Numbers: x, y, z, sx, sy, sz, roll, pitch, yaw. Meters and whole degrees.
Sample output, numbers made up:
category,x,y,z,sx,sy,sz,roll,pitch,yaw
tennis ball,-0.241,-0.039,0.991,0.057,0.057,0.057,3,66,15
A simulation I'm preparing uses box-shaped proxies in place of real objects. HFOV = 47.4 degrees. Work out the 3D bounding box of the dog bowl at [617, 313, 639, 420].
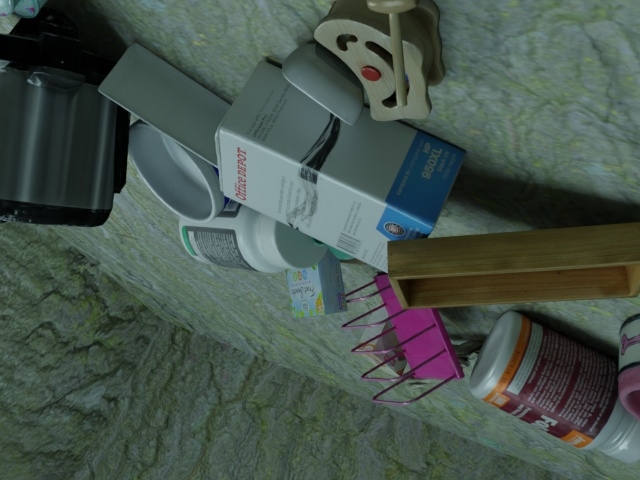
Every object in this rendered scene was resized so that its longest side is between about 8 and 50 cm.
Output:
category,x,y,z,sx,sy,sz,roll,pitch,yaw
dog bowl,0.781,0.300,1.436,0.408,0.150,0.408,24,159,10

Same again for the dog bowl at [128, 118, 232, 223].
category,x,y,z,sx,sy,sz,roll,pitch,yaw
dog bowl,-0.294,-0.170,1.590,0.265,0.104,0.264,31,147,23

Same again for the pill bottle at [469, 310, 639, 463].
category,x,y,z,sx,sy,sz,roll,pitch,yaw
pill bottle,0.570,0.345,1.698,0.392,0.224,0.224,26,160,4

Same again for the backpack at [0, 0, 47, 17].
category,x,y,z,sx,sy,sz,roll,pitch,yaw
backpack,-0.548,-0.467,1.244,0.166,0.144,0.188,18,162,9

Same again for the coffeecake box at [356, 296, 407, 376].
category,x,y,z,sx,sy,sz,roll,pitch,yaw
coffeecake box,0.197,0.261,2.018,0.068,0.185,0.142,3,149,49

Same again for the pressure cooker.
category,x,y,z,sx,sy,sz,roll,pitch,yaw
pressure cooker,-0.575,-0.249,1.448,0.370,0.420,0.375,8,-177,12

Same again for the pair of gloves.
category,x,y,z,sx,sy,sz,roll,pitch,yaw
pair of gloves,0.345,0.340,1.980,0.204,0.240,0.042,-20,95,52

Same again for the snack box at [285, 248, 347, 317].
category,x,y,z,sx,sy,sz,roll,pitch,yaw
snack box,-0.016,0.101,1.810,0.070,0.174,0.207,-7,176,-24

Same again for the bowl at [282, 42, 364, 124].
category,x,y,z,sx,sy,sz,roll,pitch,yaw
bowl,0.014,-0.249,1.124,0.142,0.053,0.142,35,-157,-14

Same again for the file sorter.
category,x,y,z,sx,sy,sz,roll,pitch,yaw
file sorter,0.179,0.241,1.803,0.202,0.182,0.290,-17,96,62

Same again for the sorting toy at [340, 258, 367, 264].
category,x,y,z,sx,sy,sz,roll,pitch,yaw
sorting toy,0.000,0.000,1.856,0.193,0.038,0.208,4,155,47

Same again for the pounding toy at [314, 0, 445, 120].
category,x,y,z,sx,sy,sz,roll,pitch,yaw
pounding toy,0.069,-0.243,0.987,0.154,0.154,0.269,14,157,21

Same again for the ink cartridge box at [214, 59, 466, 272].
category,x,y,z,sx,sy,sz,roll,pitch,yaw
ink cartridge box,0.024,-0.119,1.333,0.395,0.166,0.285,25,159,3

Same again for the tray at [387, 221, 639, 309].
category,x,y,z,sx,sy,sz,roll,pitch,yaw
tray,0.331,0.047,1.238,0.411,0.076,0.203,-3,160,13

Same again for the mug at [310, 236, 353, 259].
category,x,y,z,sx,sy,sz,roll,pitch,yaw
mug,0.046,-0.031,1.544,0.097,0.158,0.129,52,-171,-30

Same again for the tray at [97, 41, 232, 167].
category,x,y,z,sx,sy,sz,roll,pitch,yaw
tray,-0.279,-0.256,1.409,0.270,0.145,0.030,32,148,-14

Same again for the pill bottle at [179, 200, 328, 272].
category,x,y,z,sx,sy,sz,roll,pitch,yaw
pill bottle,-0.158,-0.029,1.729,0.361,0.204,0.204,5,151,47
